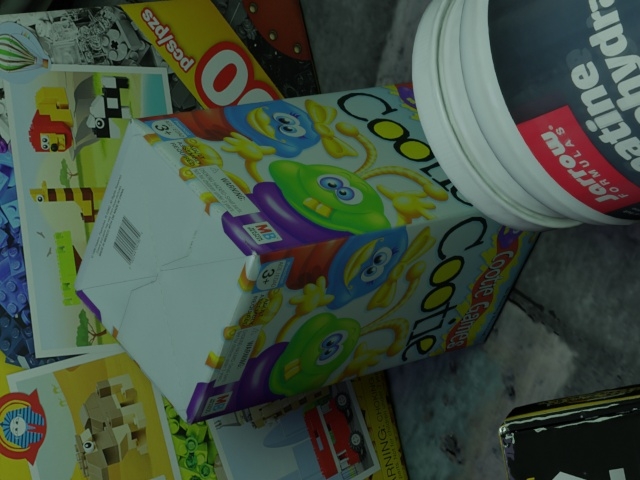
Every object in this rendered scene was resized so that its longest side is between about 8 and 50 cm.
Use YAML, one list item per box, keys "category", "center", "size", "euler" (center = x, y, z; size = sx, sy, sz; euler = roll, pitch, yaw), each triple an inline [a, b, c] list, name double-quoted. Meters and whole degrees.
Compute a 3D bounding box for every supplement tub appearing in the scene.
- category: "supplement tub"
  center: [0.202, -0.116, 1.014]
  size: [0.272, 0.191, 0.191]
  euler: [-21, 84, 48]

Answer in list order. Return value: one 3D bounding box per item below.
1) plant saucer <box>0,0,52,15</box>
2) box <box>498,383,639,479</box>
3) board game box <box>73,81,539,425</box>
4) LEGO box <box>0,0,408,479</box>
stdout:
- category: "plant saucer"
  center: [-0.319, -0.230, 1.540]
  size: [0.400, 0.100, 0.400]
  euler: [-28, 40, 26]
- category: "box"
  center: [0.258, 0.232, 1.023]
  size: [0.257, 0.079, 0.322]
  euler: [-11, 91, 13]
- category: "board game box"
  center: [0.000, 0.000, 1.203]
  size: [0.142, 0.275, 0.144]
  euler: [46, 129, 31]
- category: "LEGO box"
  center: [-0.154, 0.089, 1.325]
  size: [0.193, 0.372, 0.500]
  euler: [-14, 89, 48]
